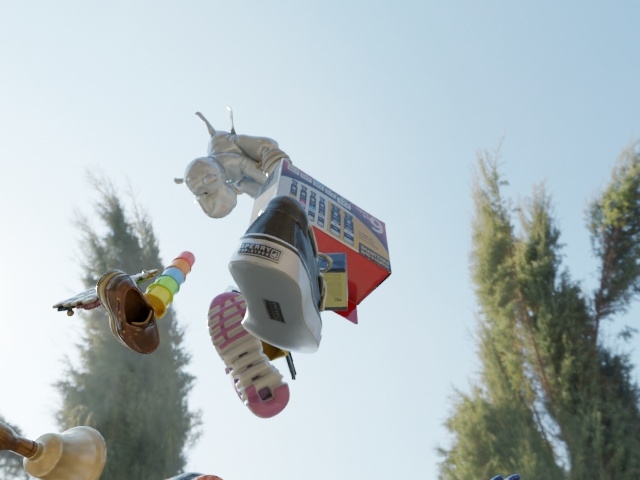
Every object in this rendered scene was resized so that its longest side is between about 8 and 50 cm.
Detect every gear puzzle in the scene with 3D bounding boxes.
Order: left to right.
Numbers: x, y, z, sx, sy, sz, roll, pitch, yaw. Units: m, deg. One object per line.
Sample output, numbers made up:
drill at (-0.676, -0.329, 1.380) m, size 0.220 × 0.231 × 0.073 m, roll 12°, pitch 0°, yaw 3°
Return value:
gear puzzle at (-0.622, 0.151, 1.598) m, size 0.175 × 0.339 × 0.044 m, roll -10°, pitch -79°, yaw 26°

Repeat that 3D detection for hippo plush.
hippo plush at (-0.250, -0.192, 1.449) m, size 0.234 × 0.236 × 0.294 m, roll -4°, pitch -58°, yaw 27°

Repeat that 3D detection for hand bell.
hand bell at (-0.448, 0.315, 0.803) m, size 0.126 × 0.126 × 0.242 m, roll -12°, pitch -36°, yaw 7°

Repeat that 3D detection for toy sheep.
toy sheep at (-0.114, -0.193, 1.392) m, size 0.091 × 0.132 × 0.091 m, roll -33°, pitch -19°, yaw -13°

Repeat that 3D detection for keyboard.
keyboard at (-0.122, 0.214, 1.434) m, size 0.033 × 0.201 × 0.317 m, roll -19°, pitch -56°, yaw -12°

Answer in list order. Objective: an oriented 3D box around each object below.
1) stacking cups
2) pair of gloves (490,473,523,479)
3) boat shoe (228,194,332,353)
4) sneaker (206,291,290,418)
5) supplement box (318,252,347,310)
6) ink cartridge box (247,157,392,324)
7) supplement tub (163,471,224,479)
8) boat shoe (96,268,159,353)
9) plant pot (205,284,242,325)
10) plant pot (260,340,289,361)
stacking cups at (-0.503, 0.135, 1.758) m, size 0.096 × 0.316 × 0.096 m, roll 2°, pitch -64°, yaw 5°
pair of gloves at (0.366, 0.557, 1.051) m, size 0.159 × 0.198 × 0.023 m, roll -38°, pitch -75°, yaw 5°
boat shoe at (-0.045, 0.054, 0.667) m, size 0.113 × 0.105 × 0.306 m, roll 13°, pitch -29°, yaw 14°
sneaker at (-0.142, 0.210, 0.959) m, size 0.095 × 0.236 × 0.104 m, roll -21°, pitch -13°, yaw -24°
supplement box at (0.005, 0.071, 0.902) m, size 0.083 × 0.056 × 0.083 m, roll -2°, pitch -64°, yaw 6°
ink cartridge box at (0.000, 0.000, 1.183) m, size 0.309 × 0.272 × 0.130 m, roll 30°, pitch -59°, yaw -19°
supplement tub at (-0.389, 0.736, 1.388) m, size 0.338 × 0.207 × 0.207 m, roll -31°, pitch -54°, yaw 31°
boat shoe at (-0.296, 0.125, 0.845) m, size 0.060 × 0.064 × 0.178 m, roll 19°, pitch -43°, yaw 30°
plant pot at (-0.300, 0.268, 1.952) m, size 0.187 × 0.188 × 0.167 m, roll 22°, pitch -94°, yaw -16°
plant pot at (-0.105, 0.222, 1.249) m, size 0.081 × 0.083 × 0.081 m, roll 48°, pitch -42°, yaw -11°
